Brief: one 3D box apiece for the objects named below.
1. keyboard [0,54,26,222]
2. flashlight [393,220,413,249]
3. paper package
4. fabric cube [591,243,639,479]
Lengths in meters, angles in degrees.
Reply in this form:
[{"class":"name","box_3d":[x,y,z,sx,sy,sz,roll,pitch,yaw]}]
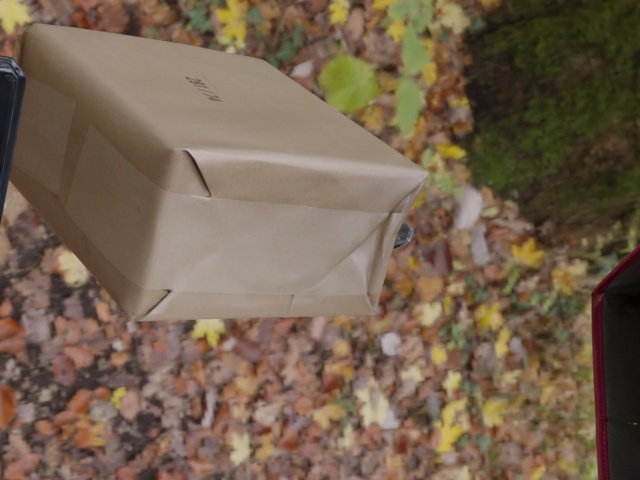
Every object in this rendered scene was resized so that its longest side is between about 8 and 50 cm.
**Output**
[{"class":"keyboard","box_3d":[-0.355,-0.027,0.909,0.201,0.317,0.033,3,43,-25]},{"class":"flashlight","box_3d":[0.000,0.000,1.407,0.103,0.304,0.103,-28,89,-20]},{"class":"paper package","box_3d":[-0.114,-0.073,1.147,0.309,0.325,0.168,1,117,-39]},{"class":"fabric cube","box_3d":[0.385,0.128,0.920,0.258,0.254,0.259,7,67,-7]}]
